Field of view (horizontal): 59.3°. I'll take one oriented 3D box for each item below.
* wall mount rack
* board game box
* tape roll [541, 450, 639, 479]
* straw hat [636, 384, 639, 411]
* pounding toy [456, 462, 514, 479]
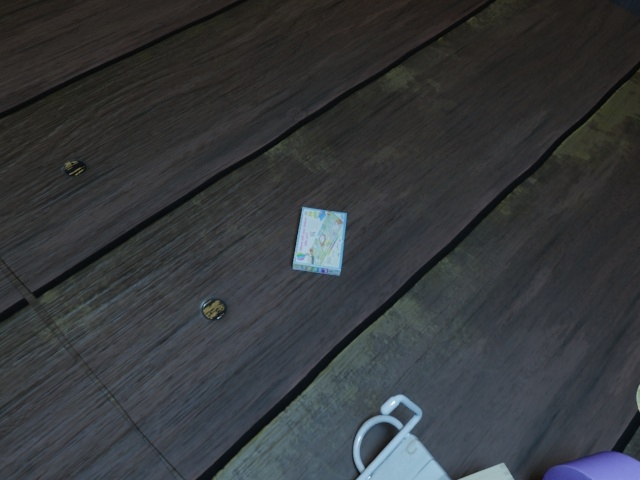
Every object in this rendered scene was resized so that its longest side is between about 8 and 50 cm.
[{"bbox_3d":[0.094,0.418,0.853,0.304,0.130,0.350,-48,38,0],"label":"wall mount rack"},{"bbox_3d":[0.000,0.000,1.244,0.103,0.026,0.154,9,55,-1],"label":"board game box"},{"bbox_3d":[0.443,0.463,0.828,0.090,0.275,0.274,-10,58,-14],"label":"tape roll"},{"bbox_3d":[0.694,0.322,1.084,0.144,0.061,0.144,3,55,-5],"label":"straw hat"},{"bbox_3d":[0.249,0.456,0.911,0.141,0.130,0.100,-13,46,-15],"label":"pounding toy"}]
